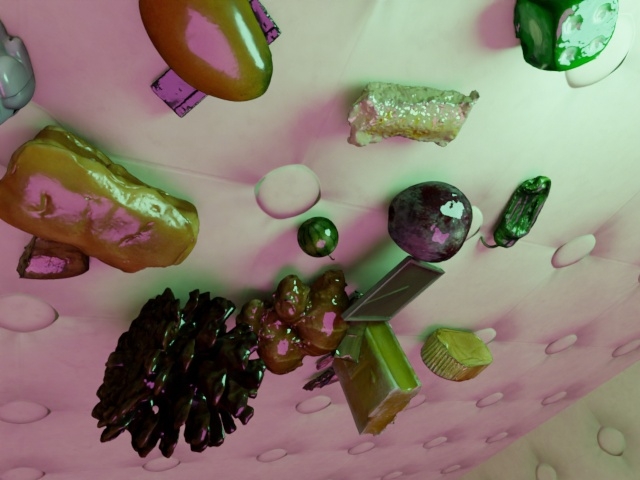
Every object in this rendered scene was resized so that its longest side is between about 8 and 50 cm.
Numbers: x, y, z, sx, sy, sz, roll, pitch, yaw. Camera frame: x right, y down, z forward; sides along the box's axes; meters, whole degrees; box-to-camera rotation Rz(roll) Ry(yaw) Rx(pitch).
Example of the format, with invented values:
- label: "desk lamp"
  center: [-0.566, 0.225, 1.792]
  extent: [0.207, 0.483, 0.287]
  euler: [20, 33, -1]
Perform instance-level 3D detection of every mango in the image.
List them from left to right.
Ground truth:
- label: "mango"
  center: [-0.166, -0.300, 0.634]
  extent: [0.152, 0.120, 0.221]
  euler: [-22, 123, 9]

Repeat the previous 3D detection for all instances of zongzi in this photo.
- label: "zongzi"
  center: [0.074, 0.250, 1.344]
  extent: [0.094, 0.204, 0.204]
  euler: [22, 85, -19]

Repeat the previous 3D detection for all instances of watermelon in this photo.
- label: "watermelon"
  center: [-0.004, -0.006, 1.022]
  extent: [0.109, 0.109, 0.109]
  euler: [-9, 136, -9]

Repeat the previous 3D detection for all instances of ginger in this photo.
- label: "ginger"
  center: [-0.065, 0.214, 1.195]
  extent: [0.358, 0.152, 0.274]
  euler: [-31, 116, 12]

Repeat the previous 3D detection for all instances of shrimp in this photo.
- label: "shrimp"
  center: [0.030, 0.464, 1.550]
  extent: [0.251, 0.052, 0.143]
  euler: [-35, 124, 7]

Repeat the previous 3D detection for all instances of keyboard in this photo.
- label: "keyboard"
  center: [-0.175, -0.300, 0.720]
  extent: [0.231, 0.023, 0.072]
  euler: [-33, 128, 15]

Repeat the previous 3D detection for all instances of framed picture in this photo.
- label: "framed picture"
  center: [0.211, 0.143, 1.196]
  extent: [0.240, 0.020, 0.324]
  euler: [-45, 152, 17]

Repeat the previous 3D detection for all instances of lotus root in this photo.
- label: "lotus root"
  center: [-0.549, 0.042, 0.895]
  extent: [0.135, 0.095, 0.159]
  euler: [8, 137, -30]

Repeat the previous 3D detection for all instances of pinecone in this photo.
- label: "pinecone"
  center: [-0.311, 0.310, 1.022]
  extent: [0.398, 0.397, 0.397]
  euler: [-9, 136, -9]

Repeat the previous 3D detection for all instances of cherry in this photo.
- label: "cherry"
  center: [0.249, -0.044, 1.011]
  extent: [0.195, 0.195, 0.195]
  euler: [-9, 136, -9]

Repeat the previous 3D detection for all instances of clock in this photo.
- label: "clock"
  center: [-0.506, -0.186, 0.563]
  extent: [0.189, 0.253, 0.188]
  euler: [-8, 131, -10]

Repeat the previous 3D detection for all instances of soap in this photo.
- label: "soap"
  center: [0.157, 0.415, 1.350]
  extent: [0.143, 0.281, 0.259]
  euler: [9, 122, -30]

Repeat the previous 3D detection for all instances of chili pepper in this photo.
- label: "chili pepper"
  center: [0.530, -0.068, 1.157]
  extent: [0.100, 0.074, 0.256]
  euler: [1, 129, -15]

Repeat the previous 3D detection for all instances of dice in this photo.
- label: "dice"
  center: [0.422, -0.382, 0.753]
  extent: [0.120, 0.130, 0.128]
  euler: [-22, 135, 4]

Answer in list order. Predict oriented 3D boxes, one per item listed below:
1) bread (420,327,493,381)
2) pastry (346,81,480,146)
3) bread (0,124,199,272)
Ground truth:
- label: "bread"
  center: [0.478, 0.409, 1.543]
  extent: [0.250, 0.179, 0.133]
  euler: [6, 124, -36]
- label: "pastry"
  center: [0.167, -0.240, 0.843]
  extent: [0.259, 0.089, 0.121]
  euler: [-3, 130, -14]
- label: "bread"
  center: [-0.397, -0.051, 0.805]
  extent: [0.195, 0.148, 0.344]
  euler: [-37, 134, 21]
